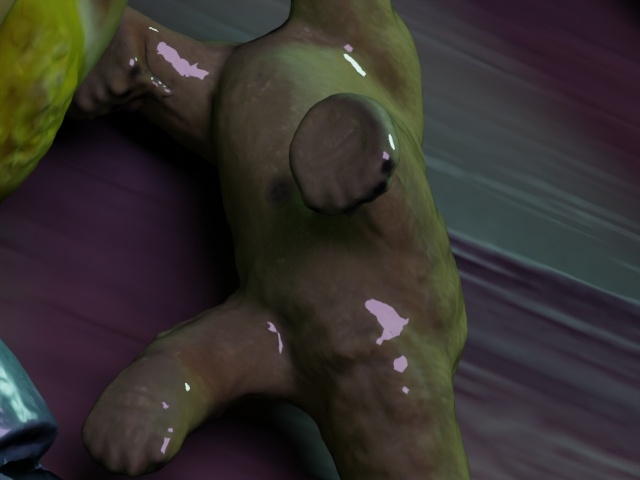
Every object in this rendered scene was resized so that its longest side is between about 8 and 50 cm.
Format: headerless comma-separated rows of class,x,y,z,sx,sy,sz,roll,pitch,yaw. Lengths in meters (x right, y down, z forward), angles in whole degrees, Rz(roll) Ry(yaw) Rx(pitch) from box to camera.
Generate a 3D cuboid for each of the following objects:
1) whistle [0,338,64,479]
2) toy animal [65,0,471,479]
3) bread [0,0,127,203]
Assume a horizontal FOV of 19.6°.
whistle,-0.052,0.091,0.436,0.039,0.039,0.186,-22,69,-38
toy animal,0.000,0.000,0.506,0.101,0.103,0.219,41,30,-45
bread,-0.198,-0.134,0.444,0.333,0.160,0.333,16,49,-19
